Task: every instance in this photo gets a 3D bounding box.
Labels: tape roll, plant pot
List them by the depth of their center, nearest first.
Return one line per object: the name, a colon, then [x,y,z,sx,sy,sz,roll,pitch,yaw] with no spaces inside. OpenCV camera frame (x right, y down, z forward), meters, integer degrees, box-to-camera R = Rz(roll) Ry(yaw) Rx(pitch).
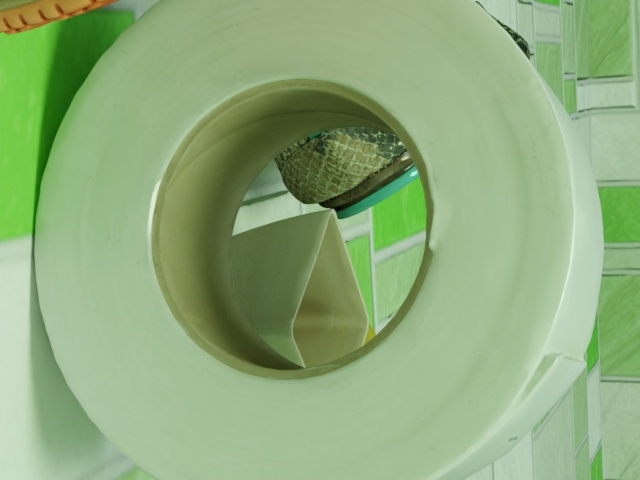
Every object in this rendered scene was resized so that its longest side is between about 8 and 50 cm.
tape roll: [0.000,0.000,0.693,0.100,0.286,0.286,22,69,-69]
plant pot: [-0.036,0.054,0.866,0.109,0.096,0.109,-70,152,-43]

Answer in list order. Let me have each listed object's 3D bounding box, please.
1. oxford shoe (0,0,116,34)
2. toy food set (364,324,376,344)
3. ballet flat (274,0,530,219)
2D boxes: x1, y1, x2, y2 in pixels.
oxford shoe: [-0.033,-0.206,0.575,0.133,0.363,0.130,59,14,-14]
toy food set: [-0.017,0.147,0.976,0.128,0.071,0.218,35,50,-37]
ballet flat: [0.061,-0.150,1.086,0.182,0.164,0.483,59,22,-1]
